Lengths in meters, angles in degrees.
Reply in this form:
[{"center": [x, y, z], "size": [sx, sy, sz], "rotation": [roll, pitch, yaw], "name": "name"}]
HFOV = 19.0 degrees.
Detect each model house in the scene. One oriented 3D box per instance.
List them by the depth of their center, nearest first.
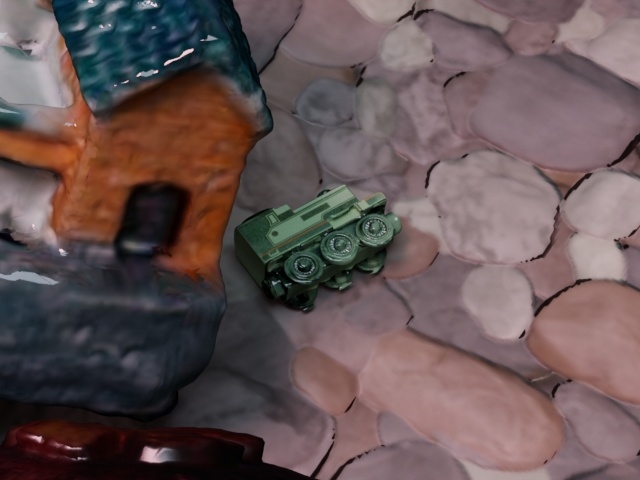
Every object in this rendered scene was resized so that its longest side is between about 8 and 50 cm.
[{"center": [-0.120, -0.104, 0.874], "size": [0.184, 0.291, 0.253], "rotation": [9, 36, -25], "name": "model house"}]

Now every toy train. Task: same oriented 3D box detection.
[{"center": [0.000, 0.000, 0.994], "size": [0.083, 0.033, 0.053], "rotation": [-29, 61, -20], "name": "toy train"}]

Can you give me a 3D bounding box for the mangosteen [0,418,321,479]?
[{"center": [-0.082, 0.241, 0.710], "size": [0.307, 0.307, 0.346], "rotation": [6, 88, -1], "name": "mangosteen"}]
